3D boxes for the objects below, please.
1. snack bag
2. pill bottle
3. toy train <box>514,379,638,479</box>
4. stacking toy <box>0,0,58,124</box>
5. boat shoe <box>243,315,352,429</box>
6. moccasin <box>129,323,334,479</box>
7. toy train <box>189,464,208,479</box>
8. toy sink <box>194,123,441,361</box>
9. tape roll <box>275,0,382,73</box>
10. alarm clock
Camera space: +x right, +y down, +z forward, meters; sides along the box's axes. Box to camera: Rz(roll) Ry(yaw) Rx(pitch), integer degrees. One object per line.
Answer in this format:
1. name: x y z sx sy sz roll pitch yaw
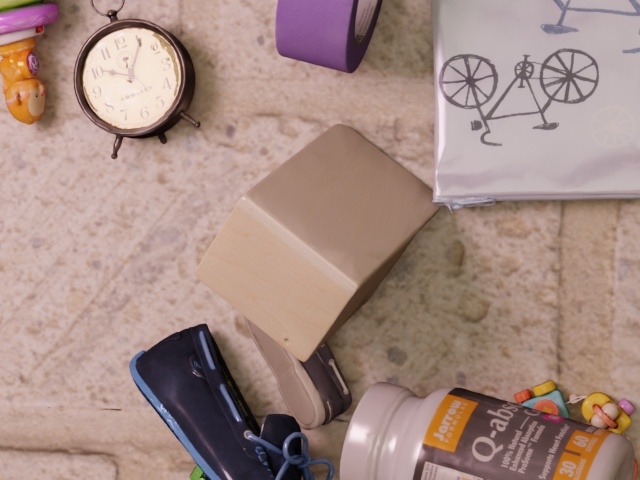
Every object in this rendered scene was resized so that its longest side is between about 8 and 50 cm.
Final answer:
1. snack bag: 0.279 -0.201 1.884 0.323 0.037 0.343 -1 86 8
2. pill bottle: 0.172 0.244 1.823 0.278 0.162 0.162 15 92 21
3. toy train: 0.275 0.219 1.880 0.166 0.046 0.125 17 92 9
4. stacking toy: -0.354 -0.276 1.946 0.165 0.175 0.302 -11 100 14
5. boat shoe: -0.027 0.105 1.934 0.065 0.075 0.206 -17 79 -34
6. moccasin: -0.070 0.221 1.866 0.117 0.138 0.342 -38 71 -9
7. toy train: -0.118 0.237 1.958 0.023 0.017 0.083 32 94 19
8. toy sink: 0.000 0.000 1.870 0.153 0.234 0.131 38 125 6
9. tape roll: 0.018 -0.276 1.854 0.080 0.189 0.189 15 92 10
10. alarm clock: -0.211 -0.197 1.953 0.129 0.064 0.192 -19 89 9
